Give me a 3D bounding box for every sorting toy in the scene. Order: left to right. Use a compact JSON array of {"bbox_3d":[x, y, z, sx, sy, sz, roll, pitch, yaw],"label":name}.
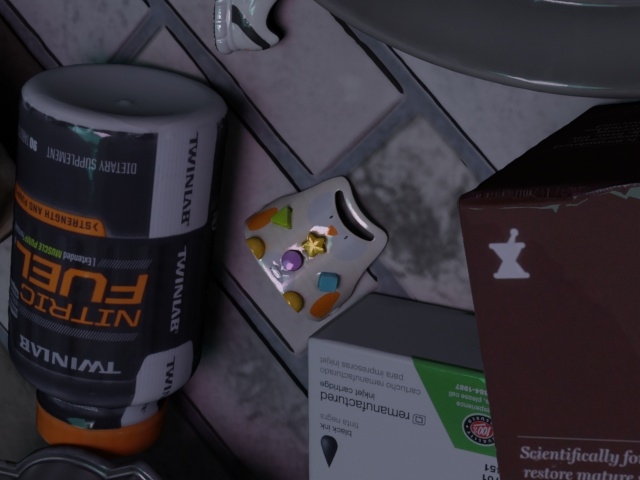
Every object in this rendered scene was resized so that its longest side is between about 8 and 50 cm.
[{"bbox_3d":[0.000,0.000,0.831,0.075,0.045,0.083,-37,87,14],"label":"sorting toy"}]

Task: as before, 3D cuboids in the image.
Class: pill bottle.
[{"bbox_3d":[-0.135,0.019,0.853,0.130,0.130,0.245,18,115,23],"label":"pill bottle"}]

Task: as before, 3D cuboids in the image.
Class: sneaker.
[{"bbox_3d":[-0.042,-0.167,0.798,0.044,0.040,0.109,4,113,11],"label":"sneaker"}]

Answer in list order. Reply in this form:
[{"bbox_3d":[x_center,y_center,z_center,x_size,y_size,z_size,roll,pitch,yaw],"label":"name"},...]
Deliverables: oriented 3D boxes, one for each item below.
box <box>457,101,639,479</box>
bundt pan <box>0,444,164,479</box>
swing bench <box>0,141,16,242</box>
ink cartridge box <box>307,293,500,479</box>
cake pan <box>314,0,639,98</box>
[{"bbox_3d":[0.189,0.027,0.632,0.169,0.203,0.167,-2,106,30],"label":"box"},{"bbox_3d":[-0.152,0.305,0.863,0.331,0.124,0.330,11,119,22],"label":"bundt pan"},{"bbox_3d":[-0.322,-0.095,0.872,0.165,0.255,0.253,-31,90,4],"label":"swing bench"},{"bbox_3d":[0.075,0.153,0.806,0.153,0.087,0.208,9,112,27],"label":"ink cartridge box"},{"bbox_3d":[0.103,-0.157,0.603,0.293,0.293,0.054,7,70,27],"label":"cake pan"}]
